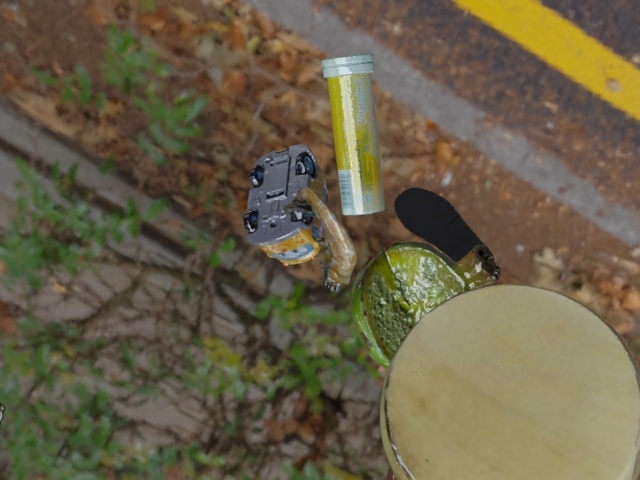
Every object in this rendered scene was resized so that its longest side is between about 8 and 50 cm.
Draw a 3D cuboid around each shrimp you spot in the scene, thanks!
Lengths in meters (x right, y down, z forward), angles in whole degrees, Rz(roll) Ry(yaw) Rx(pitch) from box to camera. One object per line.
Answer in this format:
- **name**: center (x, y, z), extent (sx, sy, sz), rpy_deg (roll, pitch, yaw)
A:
- **shrimp**: center (0.000, 0.000, 1.759), extent (0.152, 0.046, 0.219), rpy_deg (51, 164, 20)

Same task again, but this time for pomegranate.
- **pomegranate**: center (0.113, 0.065, 1.279), extent (0.143, 0.169, 0.122), rpy_deg (54, 178, 6)

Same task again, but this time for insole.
- **insole**: center (0.199, -0.017, 1.885), extent (0.232, 0.080, 0.003), rpy_deg (46, 180, 39)

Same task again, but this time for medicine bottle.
- **medicine bottle**: center (0.048, -0.146, 1.621), extent (0.074, 0.218, 0.074), rpy_deg (-6, -173, 1)

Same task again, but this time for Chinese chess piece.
- **Chinese chess piece**: center (0.181, 0.164, 1.104), extent (0.251, 0.250, 0.097), rpy_deg (18, 162, 17)

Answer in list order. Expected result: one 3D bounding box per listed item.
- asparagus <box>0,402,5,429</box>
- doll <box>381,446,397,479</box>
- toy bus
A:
- **asparagus**: center (-0.366, 0.236, 1.281), extent (0.015, 0.127, 0.018), rpy_deg (21, -172, 23)
- **doll**: center (0.166, 0.402, 1.798), extent (0.235, 0.174, 0.329), rpy_deg (25, 124, 25)
- **toy bus**: center (-0.054, -0.058, 2.149), extent (0.126, 0.209, 0.136), rpy_deg (-14, 141, 25)
